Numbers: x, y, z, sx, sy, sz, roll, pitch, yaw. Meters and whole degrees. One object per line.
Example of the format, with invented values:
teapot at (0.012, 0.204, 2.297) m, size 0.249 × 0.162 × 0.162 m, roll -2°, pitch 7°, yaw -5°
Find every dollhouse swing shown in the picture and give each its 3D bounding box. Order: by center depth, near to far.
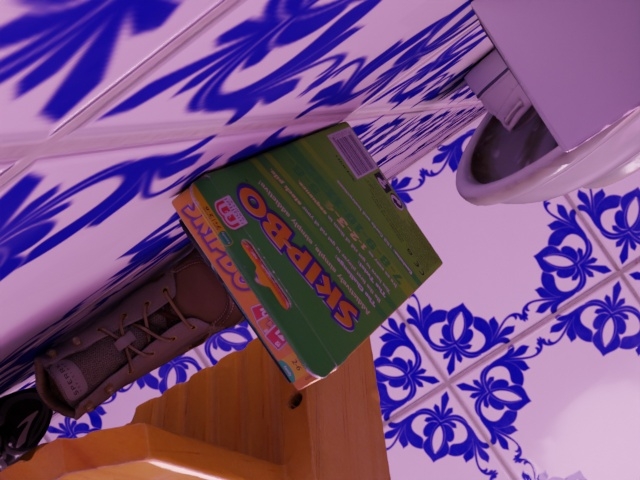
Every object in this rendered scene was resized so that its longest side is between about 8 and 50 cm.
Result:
dollhouse swing at (-0.172, 0.167, 0.976) m, size 0.347 × 0.305 × 0.315 m, roll -31°, pitch -140°, yaw 23°

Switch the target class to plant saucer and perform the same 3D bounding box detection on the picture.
plant saucer at (0.315, -0.162, 1.199) m, size 0.400 × 0.100 × 0.400 m, roll -45°, pitch -168°, yaw 12°

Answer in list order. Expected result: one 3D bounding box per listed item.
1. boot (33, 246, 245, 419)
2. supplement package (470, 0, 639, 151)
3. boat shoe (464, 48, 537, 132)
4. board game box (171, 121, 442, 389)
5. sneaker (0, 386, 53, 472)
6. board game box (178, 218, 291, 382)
boot at (-0.153, 0.079, 0.985) m, size 0.165 × 0.077 × 0.213 m, roll -31°, pitch 178°, yaw -31°
supplement package at (0.167, -0.127, 0.724) m, size 0.105 × 0.105 × 0.179 m, roll -33°, pitch 180°, yaw 11°
boat shoe at (0.229, -0.174, 1.064) m, size 0.096 × 0.088 × 0.267 m, roll -34°, pitch 179°, yaw -32°
board game box at (0.000, 0.000, 0.707) m, size 0.039 × 0.124 × 0.259 m, roll -34°, pitch 179°, yaw 21°
sneaker at (-0.323, 0.197, 1.097) m, size 0.078 × 0.067 × 0.188 m, roll -27°, pitch -178°, yaw 44°
board game box at (-0.016, 0.013, 0.804) m, size 0.026 × 0.126 × 0.186 m, roll -36°, pitch 178°, yaw 23°
